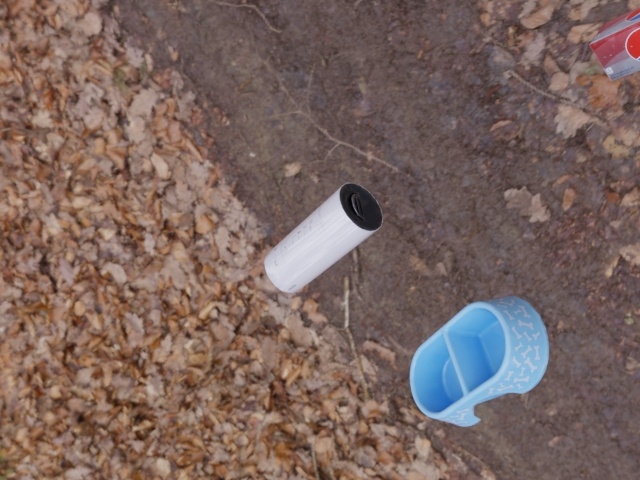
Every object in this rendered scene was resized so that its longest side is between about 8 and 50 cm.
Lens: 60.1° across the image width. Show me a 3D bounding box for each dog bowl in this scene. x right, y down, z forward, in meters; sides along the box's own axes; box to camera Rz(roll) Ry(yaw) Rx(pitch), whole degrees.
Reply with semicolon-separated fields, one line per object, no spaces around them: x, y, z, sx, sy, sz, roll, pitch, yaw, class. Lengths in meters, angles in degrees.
0.259;0.212;0.964;0.297;0.074;0.166;-54;38;42;dog bowl

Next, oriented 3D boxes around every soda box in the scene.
0.613;-0.375;0.943;0.092;0.083;0.263;50;150;-16;soda box

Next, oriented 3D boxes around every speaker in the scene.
0.000;0.000;0.558;0.055;0.055;0.136;52;130;4;speaker
